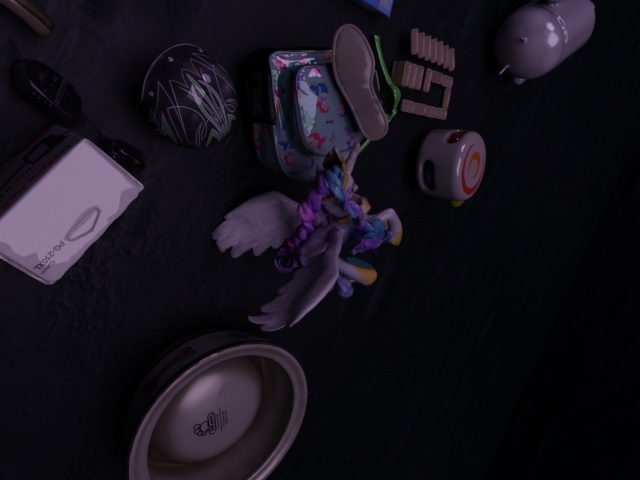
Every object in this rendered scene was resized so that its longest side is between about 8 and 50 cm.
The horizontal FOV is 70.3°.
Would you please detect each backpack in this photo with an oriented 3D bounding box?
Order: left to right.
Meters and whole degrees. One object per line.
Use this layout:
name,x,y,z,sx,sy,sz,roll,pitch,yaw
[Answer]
backpack,-0.023,-0.249,0.912,0.225,0.191,0.253,-19,123,-35

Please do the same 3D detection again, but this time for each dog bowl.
dog bowl,-0.232,0.374,0.988,0.408,0.150,0.407,-16,117,-35

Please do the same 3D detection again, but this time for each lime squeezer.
lime squeezer,0.139,-0.321,1.102,0.110,0.059,0.309,4,104,-42

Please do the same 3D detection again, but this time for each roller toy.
roller toy,0.358,-0.215,1.267,0.191,0.146,0.209,25,84,-52

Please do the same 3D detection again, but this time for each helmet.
helmet,-0.220,-0.236,0.756,0.170,0.162,0.169,-16,116,-36

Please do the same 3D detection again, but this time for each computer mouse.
computer mouse,-0.378,-0.185,0.723,0.041,0.071,0.242,-24,137,17

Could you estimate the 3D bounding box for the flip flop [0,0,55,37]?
flip flop,-0.473,-0.342,0.551,0.080,0.112,0.277,-49,138,3

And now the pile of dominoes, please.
pile of dominoes,0.275,-0.432,1.205,0.251,0.040,0.195,-7,111,-47

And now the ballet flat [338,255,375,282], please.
ballet flat,0.058,0.077,1.190,0.206,0.073,0.067,18,122,-40

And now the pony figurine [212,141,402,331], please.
pony figurine,0.000,0.000,0.921,0.351,0.302,0.363,-42,147,5

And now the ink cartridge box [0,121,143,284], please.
ink cartridge box,-0.378,-0.065,0.634,0.172,0.237,0.100,-52,131,-13

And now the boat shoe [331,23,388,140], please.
boat shoe,0.070,-0.286,0.831,0.075,0.065,0.205,-18,114,9

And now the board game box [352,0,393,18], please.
board game box,0.088,-0.597,0.965,0.212,0.039,0.160,7,101,-42

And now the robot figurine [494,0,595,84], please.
robot figurine,0.652,-0.605,1.332,0.354,0.200,0.299,-37,151,-25
